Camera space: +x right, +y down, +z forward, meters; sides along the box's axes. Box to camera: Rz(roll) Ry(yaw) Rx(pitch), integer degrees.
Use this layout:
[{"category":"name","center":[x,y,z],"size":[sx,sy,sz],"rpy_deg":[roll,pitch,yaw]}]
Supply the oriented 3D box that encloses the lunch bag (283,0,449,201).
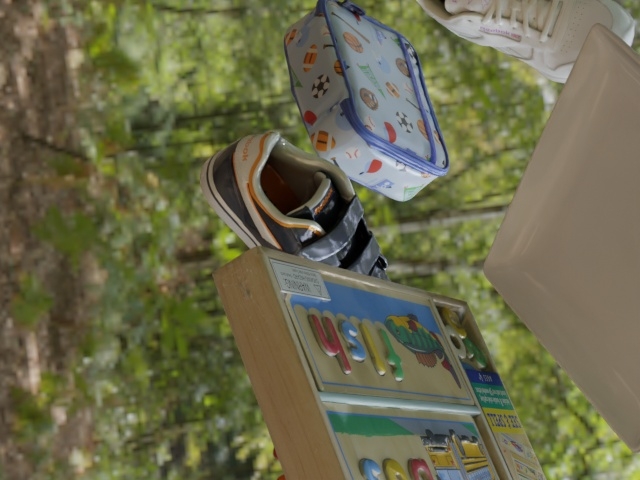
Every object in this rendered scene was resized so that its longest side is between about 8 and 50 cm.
[{"category":"lunch bag","center":[0.074,-0.215,1.951],"size":[0.115,0.243,0.303],"rpy_deg":[-38,-133,34]}]

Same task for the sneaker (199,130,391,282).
[{"category":"sneaker","center":[0.000,0.000,1.599],"size":[0.127,0.321,0.126],"rpy_deg":[-27,-154,47]}]

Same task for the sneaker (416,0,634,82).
[{"category":"sneaker","center":[0.240,-0.274,1.627],"size":[0.305,0.152,0.114],"rpy_deg":[22,-83,40]}]

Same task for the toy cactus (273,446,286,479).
[{"category":"toy cactus","center":[0.032,0.280,1.464],"size":[0.112,0.219,0.180],"rpy_deg":[-55,160,-24]}]

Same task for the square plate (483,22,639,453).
[{"category":"square plate","center":[0.334,-0.009,1.423],"size":[0.347,0.049,0.344],"rpy_deg":[55,-47,48]}]

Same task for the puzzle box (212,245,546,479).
[{"category":"puzzle box","center":[0.079,0.160,1.162],"size":[0.409,0.052,0.272],"rpy_deg":[16,48,-58]}]
